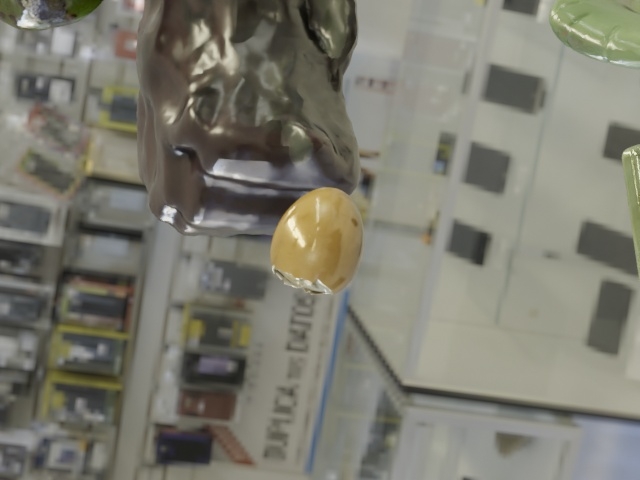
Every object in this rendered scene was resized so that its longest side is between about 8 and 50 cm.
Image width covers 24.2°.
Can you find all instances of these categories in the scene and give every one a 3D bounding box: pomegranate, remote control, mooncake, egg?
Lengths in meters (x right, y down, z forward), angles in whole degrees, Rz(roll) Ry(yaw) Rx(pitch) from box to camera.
[{"bbox_3d":[-0.284,-0.285,1.487,0.169,0.149,0.148,46,-136,-62],"label":"pomegranate"},{"bbox_3d":[0.391,0.006,1.694,0.038,0.098,0.233,-18,73,43],"label":"remote control"},{"bbox_3d":[-0.091,-0.181,1.618,0.350,0.212,0.381,118,149,-63],"label":"mooncake"},{"bbox_3d":[0.000,0.000,1.286,0.096,0.080,0.080,-66,11,-9],"label":"egg"}]

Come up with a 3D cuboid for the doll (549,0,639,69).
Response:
[{"bbox_3d":[0.316,-0.153,0.986,0.284,0.268,0.216,32,130,51],"label":"doll"}]
